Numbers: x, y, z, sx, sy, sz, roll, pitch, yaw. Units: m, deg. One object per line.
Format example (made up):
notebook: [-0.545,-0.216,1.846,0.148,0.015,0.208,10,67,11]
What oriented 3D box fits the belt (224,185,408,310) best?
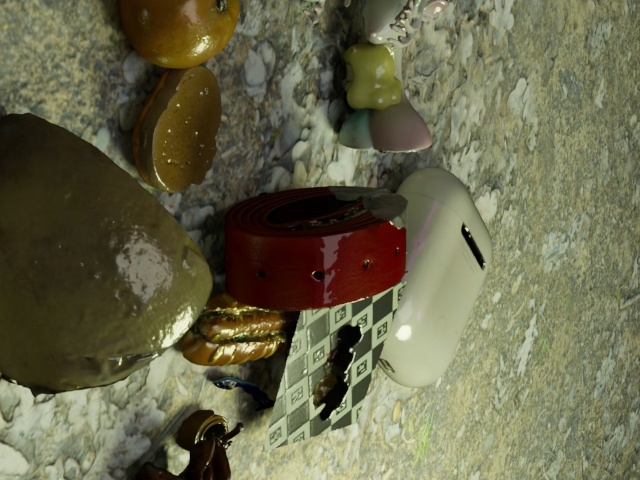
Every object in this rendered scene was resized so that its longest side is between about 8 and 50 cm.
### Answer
belt: [0.000,0.000,1.706,0.324,0.227,0.115,-20,118,-49]

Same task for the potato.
potato: [-0.270,0.022,1.300,0.211,0.189,0.264,-56,142,-33]

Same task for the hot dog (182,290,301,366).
hot dog: [-0.103,0.119,1.729,0.269,0.072,0.115,-8,98,-57]

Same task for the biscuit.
biscuit: [-0.185,-0.141,1.532,0.170,0.050,0.170,-44,142,-49]

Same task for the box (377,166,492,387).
box: [0.182,0.067,2.108,0.289,0.141,0.349,53,55,-49]

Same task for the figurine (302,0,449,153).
figurine: [0.095,-0.290,1.810,0.284,0.206,0.316,-36,125,-63]

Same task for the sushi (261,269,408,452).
sushi: [0.008,0.172,1.872,0.264,0.050,0.290,-6,119,-51]

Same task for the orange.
orange: [-0.167,-0.283,1.439,0.156,0.124,0.156,-34,131,-51]

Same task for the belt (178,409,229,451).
belt: [-0.164,0.273,1.706,0.083,0.036,0.059,-8,105,-59]

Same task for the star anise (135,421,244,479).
star anise: [-0.175,0.375,1.628,0.220,0.126,0.190,-20,89,-31]

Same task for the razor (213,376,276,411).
razor: [-0.116,0.222,1.780,0.154,0.044,0.028,36,39,-54]
